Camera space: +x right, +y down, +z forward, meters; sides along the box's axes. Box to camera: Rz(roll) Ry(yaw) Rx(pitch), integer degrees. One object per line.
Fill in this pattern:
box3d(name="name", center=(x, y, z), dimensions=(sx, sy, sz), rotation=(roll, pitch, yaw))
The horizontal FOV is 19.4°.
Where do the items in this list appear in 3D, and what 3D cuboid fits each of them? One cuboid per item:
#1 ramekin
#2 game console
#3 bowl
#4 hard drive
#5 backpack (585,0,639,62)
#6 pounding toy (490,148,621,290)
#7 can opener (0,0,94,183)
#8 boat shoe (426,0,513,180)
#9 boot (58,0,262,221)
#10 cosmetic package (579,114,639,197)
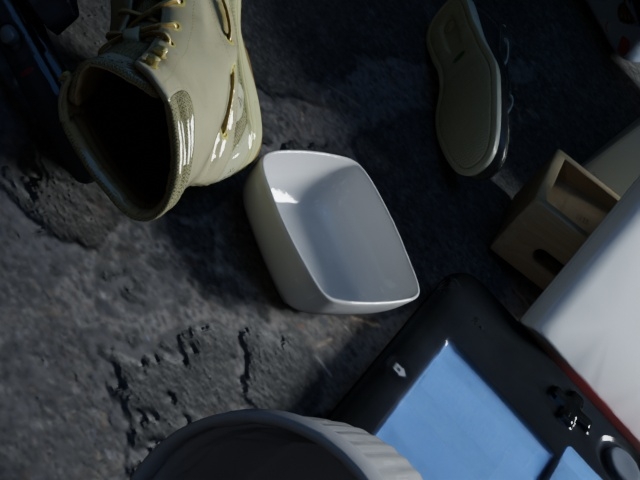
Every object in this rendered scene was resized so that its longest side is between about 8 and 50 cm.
box3d(name="ramekin", center=(-0.016, 0.203, 1.143), dimensions=(0.109, 0.207, 0.207), rotation=(1, 58, -61))
box3d(name="game console", center=(0.156, 0.222, 1.469), dimensions=(0.342, 0.060, 0.386), rotation=(51, 32, -4))
box3d(name="bowl", center=(0.000, 0.000, 1.486), dimensions=(0.142, 0.053, 0.142), rotation=(2, 59, -51))
box3d(name="hard drive", center=(0.338, 0.025, 1.689), dimensions=(0.203, 0.307, 0.040), rotation=(46, -12, -25))
box3d(name="backpack", center=(0.424, -0.331, 2.191), dimensions=(0.263, 0.213, 0.276), rotation=(-9, 72, -46))
box3d(name="pounding toy", center=(0.233, 0.016, 1.744), dimensions=(0.141, 0.100, 0.130), rotation=(38, 33, -3))
box3d(name="can opener", center=(-0.201, -0.125, 1.348), dimensions=(0.059, 0.073, 0.186), rotation=(-11, 78, -63))
box3d(name="boat shoe", center=(0.157, -0.141, 1.788), dimensions=(0.079, 0.084, 0.233), rotation=(32, 35, -29))
box3d(name="boot", center=(-0.127, -0.154, 1.347), dimensions=(0.203, 0.095, 0.262), rotation=(-40, 119, -69))
box3d(name="cosmetic package", center=(0.422, -0.141, 1.938), dimensions=(0.097, 0.284, 0.377), rotation=(54, 32, 1))
